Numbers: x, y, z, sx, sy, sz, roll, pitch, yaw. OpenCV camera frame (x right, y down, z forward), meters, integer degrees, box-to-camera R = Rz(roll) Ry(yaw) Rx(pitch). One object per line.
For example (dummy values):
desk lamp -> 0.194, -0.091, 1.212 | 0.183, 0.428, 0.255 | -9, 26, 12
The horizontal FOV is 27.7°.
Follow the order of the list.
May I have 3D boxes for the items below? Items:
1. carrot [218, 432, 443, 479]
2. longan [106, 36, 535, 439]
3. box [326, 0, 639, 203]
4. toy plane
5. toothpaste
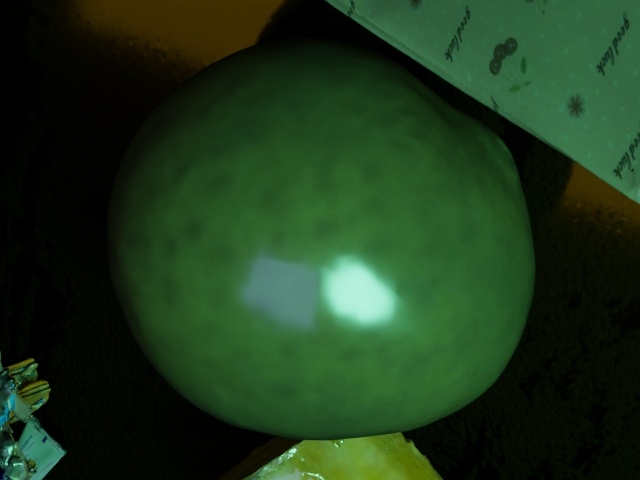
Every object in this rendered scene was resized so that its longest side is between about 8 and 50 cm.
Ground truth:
carrot -> 0.040, 0.246, 0.952 | 0.196, 0.196, 0.254 | -36, 90, 29
longan -> 0.000, 0.000, 0.800 | 0.258, 0.258, 0.258 | 7, 116, 15
box -> 0.137, -0.187, 0.623 | 0.297, 0.190, 0.225 | 41, 129, 40
toy plane -> -0.285, 0.160, 1.071 | 0.188, 0.062, 0.135 | -45, 67, 33
toothpaste -> -0.268, 0.218, 1.111 | 0.045, 0.028, 0.170 | 45, 120, 15
